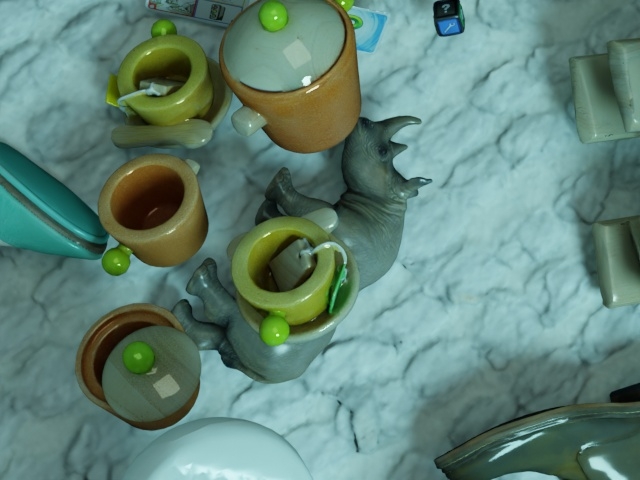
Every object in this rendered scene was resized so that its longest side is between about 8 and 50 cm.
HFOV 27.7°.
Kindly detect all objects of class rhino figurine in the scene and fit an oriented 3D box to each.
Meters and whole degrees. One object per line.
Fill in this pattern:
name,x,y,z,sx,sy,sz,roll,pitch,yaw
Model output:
rhino figurine,0.000,0.000,0.960,0.106,0.073,0.243,38,76,5

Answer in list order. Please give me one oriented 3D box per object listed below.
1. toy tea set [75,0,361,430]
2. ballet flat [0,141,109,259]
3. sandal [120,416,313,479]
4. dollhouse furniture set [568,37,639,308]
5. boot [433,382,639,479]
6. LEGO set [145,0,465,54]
toy tea set,-0.072,-0.038,0.866,0.200,0.124,0.336,-5,59,12
ballet flat,-0.263,-0.051,0.938,0.247,0.083,0.087,42,101,2
sandal,-0.048,0.300,0.764,0.169,0.102,0.416,-3,98,-24
dollhouse furniture set,0.365,-0.154,0.870,0.257,0.362,0.394,-8,89,-18
boot,0.197,0.170,0.951,0.219,0.082,0.106,-14,79,-12
LEGO set,0.005,-0.221,0.960,0.244,0.182,0.060,10,56,-9
